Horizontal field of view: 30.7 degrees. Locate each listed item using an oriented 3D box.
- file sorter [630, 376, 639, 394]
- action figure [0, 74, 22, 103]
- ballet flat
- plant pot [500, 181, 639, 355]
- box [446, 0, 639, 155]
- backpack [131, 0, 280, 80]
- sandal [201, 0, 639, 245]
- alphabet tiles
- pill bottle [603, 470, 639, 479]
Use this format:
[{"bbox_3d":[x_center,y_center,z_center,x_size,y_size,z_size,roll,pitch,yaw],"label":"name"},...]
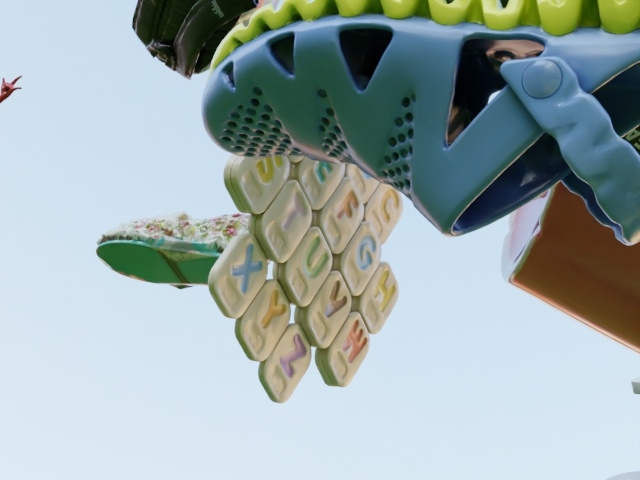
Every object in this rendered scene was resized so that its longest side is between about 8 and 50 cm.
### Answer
[{"bbox_3d":[0.557,0.235,1.407,0.277,0.193,0.173,-1,-77,59],"label":"file sorter"},{"bbox_3d":[-0.432,-0.115,1.392,0.139,0.280,0.091,-36,-42,27],"label":"action figure"},{"bbox_3d":[-0.136,0.006,1.229,0.241,0.077,0.091,5,-41,40],"label":"ballet flat"},{"bbox_3d":[0.310,-0.017,1.059,0.243,0.275,0.275,19,-40,0],"label":"plant pot"},{"bbox_3d":[0.157,-0.219,0.927,0.295,0.293,0.073,31,-64,-28],"label":"box"},{"bbox_3d":[-0.101,-0.242,1.116,0.152,0.115,0.182,47,-47,16],"label":"backpack"},{"bbox_3d":[0.072,-0.066,0.641,0.317,0.138,0.126,-1,-15,27],"label":"sandal"},{"bbox_3d":[0.000,0.000,1.091,0.021,0.278,0.284,5,-45,34],"label":"alphabet tiles"},{"bbox_3d":[0.300,0.366,1.032,0.188,0.334,0.188,4,-60,8],"label":"pill bottle"}]
